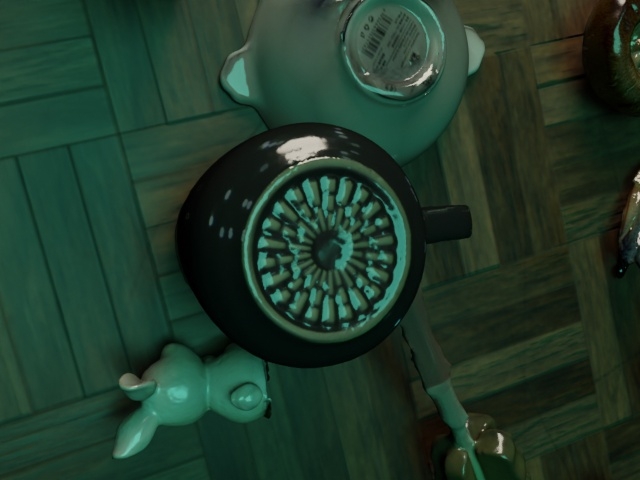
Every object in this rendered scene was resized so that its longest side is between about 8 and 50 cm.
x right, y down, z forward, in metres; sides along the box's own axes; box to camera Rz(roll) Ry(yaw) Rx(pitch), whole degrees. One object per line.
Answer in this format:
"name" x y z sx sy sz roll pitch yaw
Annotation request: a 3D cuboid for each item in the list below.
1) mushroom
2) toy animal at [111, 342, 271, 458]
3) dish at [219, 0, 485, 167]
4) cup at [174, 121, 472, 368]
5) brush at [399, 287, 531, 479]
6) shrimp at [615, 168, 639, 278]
"mushroom" 0.326 -0.183 0.713 0.171 0.080 0.135 32 95 -18
"toy animal" -0.102 0.122 0.588 0.124 0.085 0.071 1 110 -14
"dish" 0.041 -0.166 0.611 0.236 0.086 0.228 -35 103 -14
"cup" 0.000 0.000 0.560 0.223 0.176 0.169 -7 93 -23
"brush" 0.121 0.160 0.636 0.084 0.071 0.301 -29 117 -12
"shrimp" 0.377 0.016 0.748 0.178 0.075 0.289 30 84 -10
